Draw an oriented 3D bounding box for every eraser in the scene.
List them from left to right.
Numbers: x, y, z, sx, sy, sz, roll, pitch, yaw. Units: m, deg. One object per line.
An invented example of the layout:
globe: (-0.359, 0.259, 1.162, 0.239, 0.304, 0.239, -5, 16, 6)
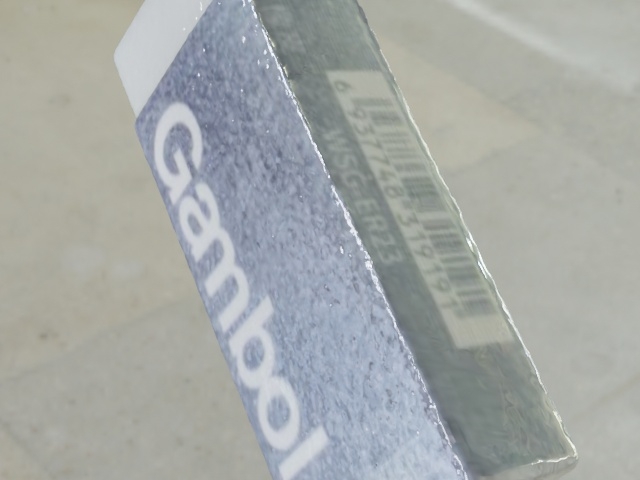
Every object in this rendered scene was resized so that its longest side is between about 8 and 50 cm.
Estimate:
eraser: (0.000, 0.000, 0.495, 0.046, 0.092, 0.212, -6, 62, -36)
